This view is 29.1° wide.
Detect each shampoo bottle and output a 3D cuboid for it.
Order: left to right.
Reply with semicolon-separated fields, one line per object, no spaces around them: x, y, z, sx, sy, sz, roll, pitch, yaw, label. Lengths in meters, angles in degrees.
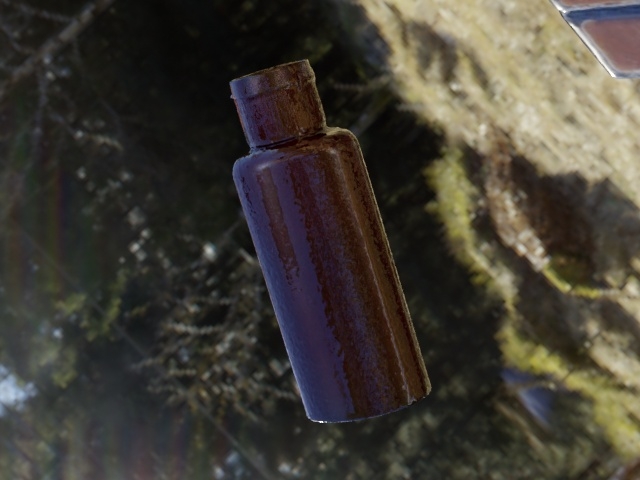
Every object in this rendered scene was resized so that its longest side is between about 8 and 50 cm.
0.000;0.000;0.900;0.064;0.102;0.260;-34;-69;-61;shampoo bottle

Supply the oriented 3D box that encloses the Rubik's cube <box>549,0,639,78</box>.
0.193;-0.226;0.556;0.319;0.319;0.264;46;175;2;Rubik's cube
